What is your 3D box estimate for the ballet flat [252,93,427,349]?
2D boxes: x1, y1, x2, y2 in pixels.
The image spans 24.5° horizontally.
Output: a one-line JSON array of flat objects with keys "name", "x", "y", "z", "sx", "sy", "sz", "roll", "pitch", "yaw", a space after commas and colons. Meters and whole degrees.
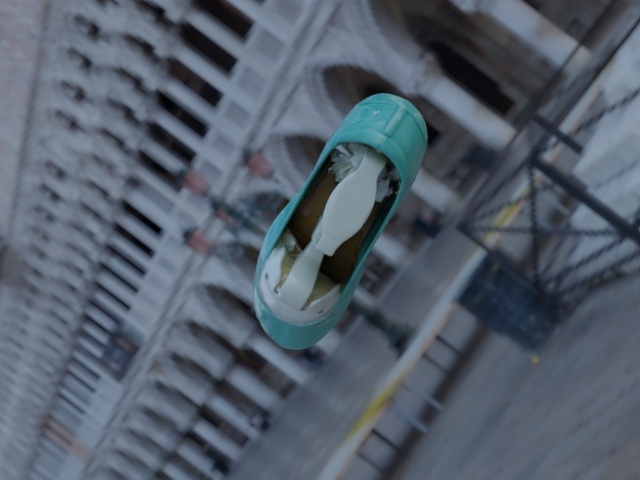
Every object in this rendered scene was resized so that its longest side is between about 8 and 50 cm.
[{"name": "ballet flat", "x": 0.000, "y": 0.000, "z": 1.110, "sx": 0.247, "sy": 0.083, "sz": 0.087, "roll": -62, "pitch": -5, "yaw": 32}]
